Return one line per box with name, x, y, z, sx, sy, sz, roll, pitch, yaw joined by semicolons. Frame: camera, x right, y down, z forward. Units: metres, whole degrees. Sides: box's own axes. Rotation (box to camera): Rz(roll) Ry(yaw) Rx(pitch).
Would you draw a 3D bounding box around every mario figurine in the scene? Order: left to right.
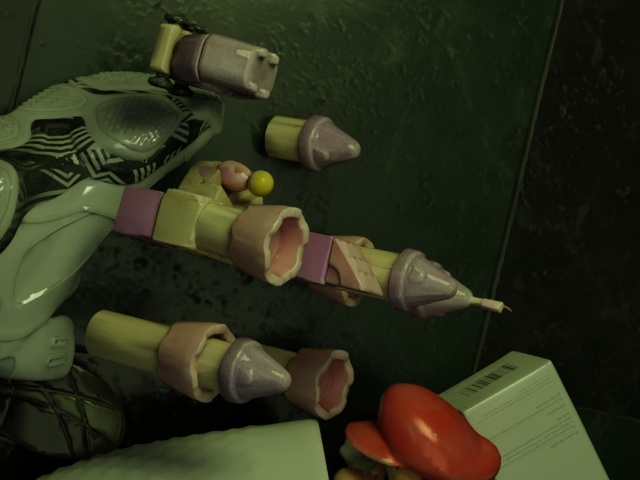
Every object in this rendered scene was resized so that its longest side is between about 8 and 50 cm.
mario figurine;0.058;0.284;1.665;0.170;0.198;0.320;-16;114;-44

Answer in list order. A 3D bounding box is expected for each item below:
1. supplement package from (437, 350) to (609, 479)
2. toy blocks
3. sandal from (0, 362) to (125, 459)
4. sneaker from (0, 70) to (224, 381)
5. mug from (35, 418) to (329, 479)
supplement package;0.200;0.212;1.745;0.105;0.105;0.179;-28;99;-14
toy blocks;0.000;0.000;1.549;0.260;0.288;0.309;12;87;29
sandal;-0.286;0.150;1.645;0.219;0.060;0.090;3;86;0
sneaker;-0.236;-0.009;1.604;0.366;0.137;0.210;-28;132;-37
mug;-0.139;0.361;1.585;0.328;0.276;0.374;-8;103;-2
